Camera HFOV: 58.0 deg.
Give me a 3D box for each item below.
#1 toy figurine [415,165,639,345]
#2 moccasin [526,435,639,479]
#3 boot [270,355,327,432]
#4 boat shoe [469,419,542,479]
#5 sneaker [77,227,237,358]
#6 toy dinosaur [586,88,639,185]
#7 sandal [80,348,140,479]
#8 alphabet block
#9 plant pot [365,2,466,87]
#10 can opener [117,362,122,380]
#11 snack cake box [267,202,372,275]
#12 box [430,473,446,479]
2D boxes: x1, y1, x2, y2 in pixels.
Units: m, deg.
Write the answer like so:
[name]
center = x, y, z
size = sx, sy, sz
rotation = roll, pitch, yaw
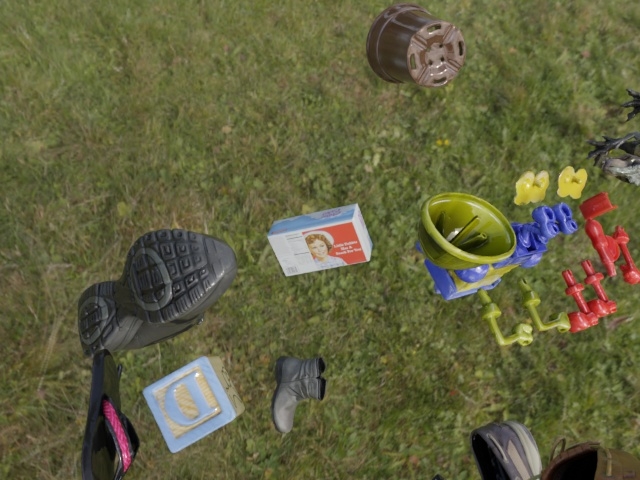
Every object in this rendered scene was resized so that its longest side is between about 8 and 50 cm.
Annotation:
[toy figurine]
center = 0.212, 0.048, 0.730
size = 0.363, 0.217, 0.191
rotation = -10, 73, -38
[moccasin]
center = 0.352, 0.335, 0.769
size = 0.147, 0.380, 0.139
rotation = 22, 86, 16
[boot]
center = -0.062, 0.474, 1.761
size = 0.161, 0.083, 0.246
rotation = 0, 85, 31
[boat shoe]
center = 0.376, 0.521, 1.112
size = 0.130, 0.132, 0.355
rotation = 5, 42, -17
[sneaker]
center = -0.184, 0.064, 0.707
size = 0.130, 0.286, 0.108
rotation = 5, 66, -47
[toy dinosaur]
center = 0.383, -0.127, 0.656
size = 0.268, 0.064, 0.118
rotation = -34, 26, -19
[sandal]
center = -0.199, 0.183, 0.560
size = 0.040, 0.067, 0.179
rotation = -9, 50, -6
[alphabet block]
center = -0.340, 0.439, 1.585
size = 0.194, 0.197, 0.192
rotation = -27, 79, -5
[plant pot]
center = 0.197, -0.384, 1.162
size = 0.167, 0.166, 0.165
rotation = -5, 26, -15
[can opener]
center = -0.643, 0.453, 1.771
size = 0.073, 0.186, 0.059
rotation = 35, 18, 37
[snack cake box]
center = 0.000, 0.000, 1.663
size = 0.265, 0.152, 0.089
rotation = -11, 31, 19
[box]
center = 0.199, 0.602, 1.152
size = 0.220, 0.175, 0.051
rotation = -44, 106, 3
